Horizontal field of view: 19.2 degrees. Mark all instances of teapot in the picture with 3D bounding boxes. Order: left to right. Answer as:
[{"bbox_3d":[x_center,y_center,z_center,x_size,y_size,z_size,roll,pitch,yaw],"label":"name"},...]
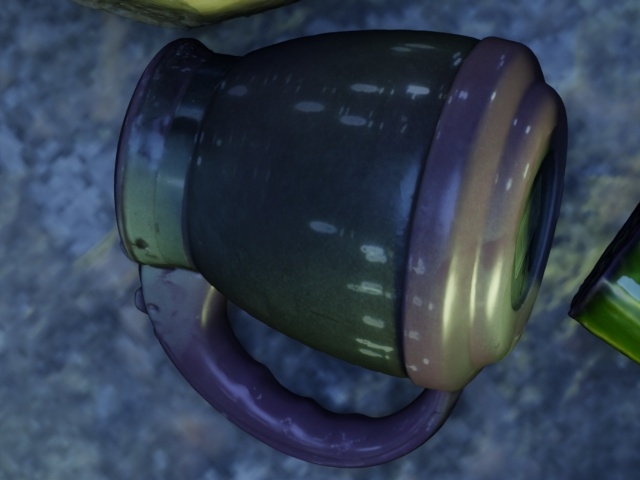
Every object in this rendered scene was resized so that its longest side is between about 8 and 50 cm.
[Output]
[{"bbox_3d":[0.003,-0.008,0.642,0.146,0.148,0.116,13,52,16],"label":"teapot"}]

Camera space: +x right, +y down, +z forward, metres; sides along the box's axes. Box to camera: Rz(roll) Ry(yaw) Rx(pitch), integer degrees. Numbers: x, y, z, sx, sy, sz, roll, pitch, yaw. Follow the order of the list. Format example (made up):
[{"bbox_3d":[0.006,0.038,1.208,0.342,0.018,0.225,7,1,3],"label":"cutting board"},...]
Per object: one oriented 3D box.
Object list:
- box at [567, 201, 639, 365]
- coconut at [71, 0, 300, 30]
[{"bbox_3d":[0.259,0.068,0.612,0.345,0.097,0.134,34,98,5],"label":"box"},{"bbox_3d":[-0.036,-0.158,0.606,0.194,0.194,0.194,0,87,4],"label":"coconut"}]
